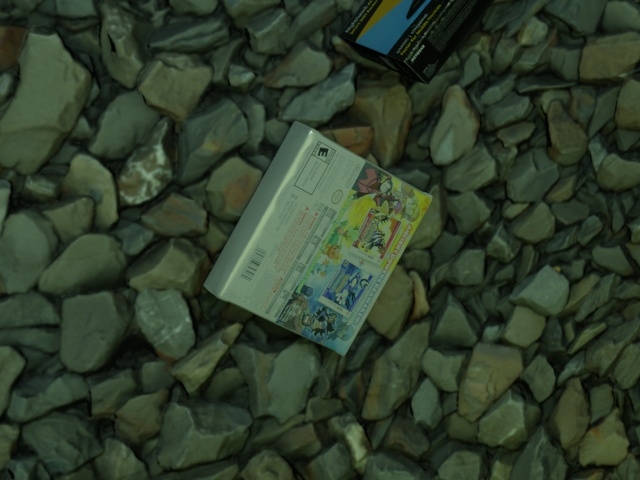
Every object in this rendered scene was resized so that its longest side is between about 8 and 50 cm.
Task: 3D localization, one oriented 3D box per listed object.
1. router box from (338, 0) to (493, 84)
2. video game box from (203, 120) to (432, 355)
[{"bbox_3d":[0.116,-0.254,1.615,0.179,0.133,0.046,-52,125,-5],"label":"router box"},{"bbox_3d":[0.000,0.000,1.694,0.187,0.048,0.205,28,93,-33],"label":"video game box"}]
